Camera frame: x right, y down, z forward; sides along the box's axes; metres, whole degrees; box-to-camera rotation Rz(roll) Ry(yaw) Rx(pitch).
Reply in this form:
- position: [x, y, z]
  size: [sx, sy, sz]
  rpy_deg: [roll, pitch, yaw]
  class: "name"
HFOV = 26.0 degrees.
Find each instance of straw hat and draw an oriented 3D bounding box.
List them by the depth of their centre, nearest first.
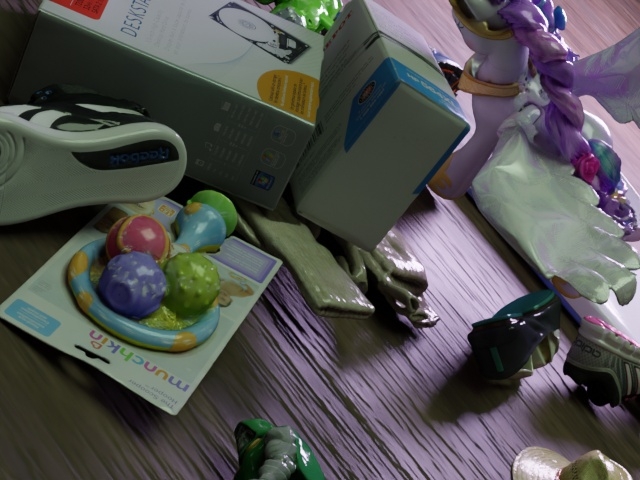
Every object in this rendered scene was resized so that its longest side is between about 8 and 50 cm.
- position: [0.235, 0.216, 1.194]
  size: [0.144, 0.061, 0.144]
  rpy_deg: [33, 27, -20]
  class: "straw hat"

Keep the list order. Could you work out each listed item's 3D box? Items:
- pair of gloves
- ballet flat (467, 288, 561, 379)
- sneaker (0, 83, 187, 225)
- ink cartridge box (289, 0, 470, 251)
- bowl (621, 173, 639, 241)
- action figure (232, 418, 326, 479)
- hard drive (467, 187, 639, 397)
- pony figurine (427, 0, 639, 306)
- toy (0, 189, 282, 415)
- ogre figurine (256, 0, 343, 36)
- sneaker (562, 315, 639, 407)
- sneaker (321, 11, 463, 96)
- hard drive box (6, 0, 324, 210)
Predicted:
- position: [0.000, 0.000, 1.213]
  size: [0.204, 0.042, 0.240]
  rpy_deg: [49, 22, 23]
  class: "pair of gloves"
- position: [0.189, 0.094, 1.317]
  size: [0.074, 0.074, 0.203]
  rpy_deg: [48, 20, 11]
  class: "ballet flat"
- position: [-0.217, -0.068, 0.994]
  size: [0.216, 0.079, 0.121]
  rpy_deg: [-1, 22, -35]
  class: "sneaker"
- position: [0.039, -0.109, 1.232]
  size: [0.086, 0.148, 0.203]
  rpy_deg: [29, 23, -22]
  class: "ink cartridge box"
- position: [0.357, -0.053, 1.776]
  size: [0.142, 0.053, 0.142]
  rpy_deg: [9, 41, -49]
  class: "bowl"
- position: [-0.032, 0.181, 0.836]
  size: [0.063, 0.137, 0.232]
  rpy_deg: [20, 23, -15]
  class: "action figure"
- position: [0.317, 0.039, 1.595]
  size: [0.319, 0.040, 0.210]
  rpy_deg: [52, 28, 18]
  class: "hard drive"
- position: [0.227, -0.095, 1.307]
  size: [0.351, 0.303, 0.363]
  rpy_deg: [41, -17, 25]
  class: "pony figurine"
- position: [-0.113, 0.017, 0.984]
  size: [0.137, 0.056, 0.237]
  rpy_deg: [29, 26, 3]
  class: "toy"
- position: [-0.041, -0.197, 1.352]
  size: [0.197, 0.118, 0.097]
  rpy_deg: [-8, 65, -58]
  class: "ogre figurine"
- position: [0.305, 0.139, 1.399]
  size: [0.170, 0.075, 0.063]
  rpy_deg: [30, 8, -35]
  class: "sneaker"
- position: [0.073, -0.214, 1.614]
  size: [0.221, 0.083, 0.087]
  rpy_deg: [21, 20, -47]
  class: "sneaker"
- position: [-0.121, -0.143, 1.150]
  size: [0.232, 0.089, 0.181]
  rpy_deg: [21, 30, -11]
  class: "hard drive box"
